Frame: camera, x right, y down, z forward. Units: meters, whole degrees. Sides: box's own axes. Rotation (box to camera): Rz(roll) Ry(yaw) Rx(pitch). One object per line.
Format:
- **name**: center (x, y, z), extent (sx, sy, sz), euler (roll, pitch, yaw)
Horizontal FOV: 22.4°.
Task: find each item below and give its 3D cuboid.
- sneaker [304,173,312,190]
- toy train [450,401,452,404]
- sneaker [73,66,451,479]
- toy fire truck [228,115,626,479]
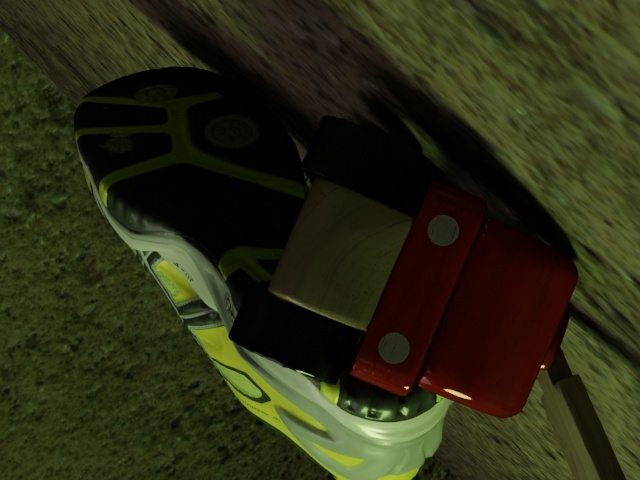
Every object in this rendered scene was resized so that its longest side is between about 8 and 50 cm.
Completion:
- **sneaker**: center (0.000, 0.000, 1.272), extent (0.166, 0.065, 0.076), euler (47, 177, -26)
- **toy train**: center (0.054, 0.041, 1.133), extent (0.184, 0.080, 0.105), euler (43, 166, 24)
- **sneaker**: center (-0.056, 0.023, 1.075), extent (0.384, 0.145, 0.147), euler (51, 151, 38)
- **toy fire truck**: center (0.085, 0.060, 0.827), extent (0.246, 0.158, 0.217), euler (23, 179, 1)
